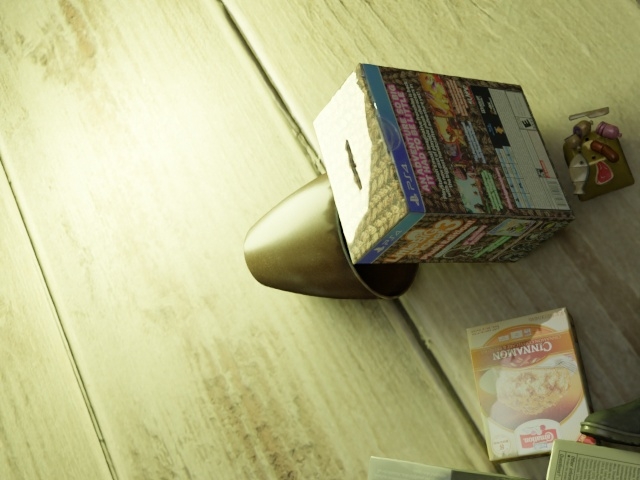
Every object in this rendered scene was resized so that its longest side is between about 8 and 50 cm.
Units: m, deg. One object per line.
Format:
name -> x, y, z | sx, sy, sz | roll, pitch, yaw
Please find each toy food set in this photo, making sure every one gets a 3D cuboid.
toy food set -> 0.375, -0.126, 1.177 | 0.078, 0.019, 0.122 | -11, 69, 23

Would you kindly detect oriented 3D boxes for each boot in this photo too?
boot -> 0.421, 0.158, 1.095 | 0.189, 0.076, 0.209 | 8, 81, -16

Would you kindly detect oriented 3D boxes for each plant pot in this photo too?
plant pot -> 0.392, -0.117, 1.227 | 0.081, 0.083, 0.082 | -20, 65, 19
plant pot -> 0.000, 0.000, 1.327 | 0.230, 0.215, 0.215 | -13, 67, 37

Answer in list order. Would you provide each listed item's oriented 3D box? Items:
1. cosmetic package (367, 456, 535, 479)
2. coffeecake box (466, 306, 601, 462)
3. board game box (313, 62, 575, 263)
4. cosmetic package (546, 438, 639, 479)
cosmetic package -> 0.170, 0.337, 1.083 | 0.127, 0.238, 0.107 | -2, 70, 39
coffeecake box -> 0.291, 0.201, 1.179 | 0.142, 0.068, 0.186 | -15, 68, 20
board game box -> 0.169, -0.099, 1.197 | 0.141, 0.291, 0.232 | -47, 50, 49
cosmetic package -> 0.422, 0.350, 1.012 | 0.309, 0.113, 0.160 | 7, 59, 24
